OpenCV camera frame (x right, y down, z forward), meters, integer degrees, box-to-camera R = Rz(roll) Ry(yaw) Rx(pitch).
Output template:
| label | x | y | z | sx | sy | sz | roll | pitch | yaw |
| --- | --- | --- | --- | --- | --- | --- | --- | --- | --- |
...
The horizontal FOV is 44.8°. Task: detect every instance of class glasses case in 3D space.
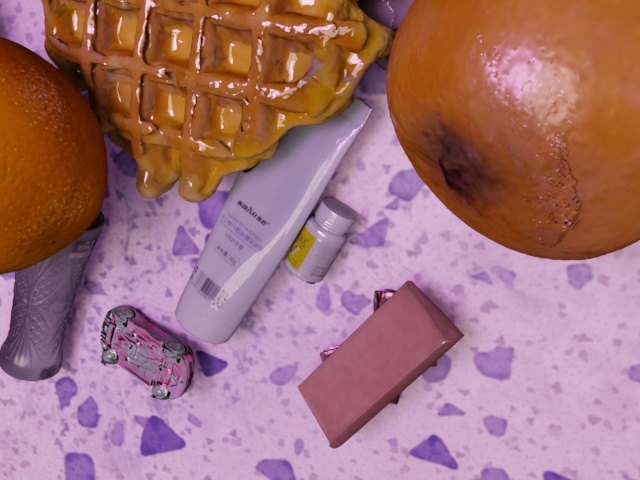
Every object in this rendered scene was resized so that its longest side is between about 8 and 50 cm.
| label | x | y | z | sx | sy | sz | roll | pitch | yaw |
| --- | --- | --- | --- | --- | --- | --- | --- | --- | --- |
| glasses case | 0.061 | 0.122 | 0.824 | 0.193 | 0.070 | 0.102 | -48 | 59 | 25 |

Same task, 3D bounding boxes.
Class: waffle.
| label | x | y | z | sx | sy | sz | roll | pitch | yaw |
| --- | --- | --- | --- | --- | --- | --- | --- | --- | --- |
| waffle | -0.125 | -0.247 | 0.745 | 0.382 | 0.095 | 0.379 | -38 | 84 | 27 |

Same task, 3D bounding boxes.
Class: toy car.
| label | x | y | z | sx | sy | sz | roll | pitch | yaw |
| --- | --- | --- | --- | --- | --- | --- | --- | --- | --- |
| toy car | -0.200 | 0.129 | 0.909 | 0.142 | 0.055 | 0.069 | 29 | 111 | 24 |

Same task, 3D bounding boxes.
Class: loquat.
| label | x | y | z | sx | sy | sz | roll | pitch | yaw |
| --- | --- | --- | --- | --- | --- | --- | --- | --- | --- |
| loquat | 0.182 | -0.111 | 0.610 | 0.263 | 0.263 | 0.263 | 5 | 106 | 17 |

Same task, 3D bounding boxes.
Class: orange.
| label | x | y | z | sx | sy | sz | roll | pitch | yaw |
| --- | --- | --- | --- | --- | --- | --- | --- | --- | --- |
| orange | -0.319 | -0.081 | 0.737 | 0.236 | 0.236 | 0.236 | 5 | 106 | 17 |

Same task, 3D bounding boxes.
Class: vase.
| label | x | y | z | sx | sy | sz | roll | pitch | yaw |
| --- | --- | --- | --- | --- | --- | --- | --- | --- | --- |
| vase | -0.324 | 0.060 | 0.912 | 0.096 | 0.096 | 0.219 | 24 | 114 | 10 |

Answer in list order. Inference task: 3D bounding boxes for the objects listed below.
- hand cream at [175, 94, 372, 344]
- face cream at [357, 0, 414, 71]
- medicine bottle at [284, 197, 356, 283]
| label | x | y | z | sx | sy | sz | roll | pitch | yaw |
| --- | --- | --- | --- | --- | --- | --- | --- | --- | --- |
| hand cream | -0.064 | -0.026 | 0.817 | 0.109 | 0.067 | 0.320 | 40 | 113 | 27 |
| face cream | 0.112 | -0.298 | 0.677 | 0.143 | 0.089 | 0.314 | 42 | 119 | 10 |
| medicine bottle | 0.000 | 0.000 | 0.811 | 0.047 | 0.047 | 0.083 | 32 | 112 | 7 |
